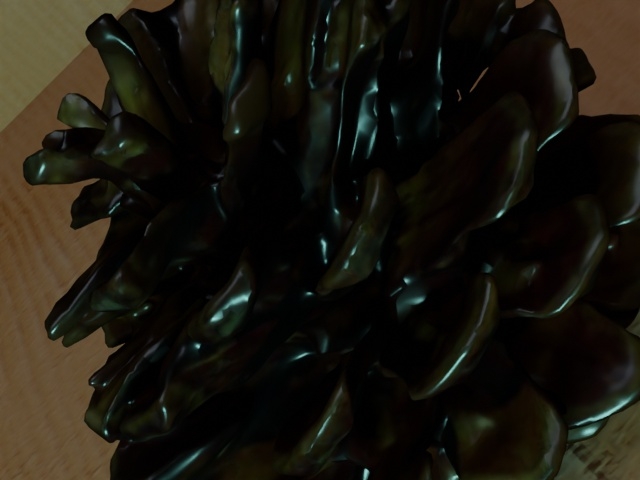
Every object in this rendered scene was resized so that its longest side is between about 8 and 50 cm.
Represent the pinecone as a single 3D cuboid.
[{"bbox_3d":[0.000,0.000,0.888,0.398,0.398,0.397,-33,30,22],"label":"pinecone"}]
